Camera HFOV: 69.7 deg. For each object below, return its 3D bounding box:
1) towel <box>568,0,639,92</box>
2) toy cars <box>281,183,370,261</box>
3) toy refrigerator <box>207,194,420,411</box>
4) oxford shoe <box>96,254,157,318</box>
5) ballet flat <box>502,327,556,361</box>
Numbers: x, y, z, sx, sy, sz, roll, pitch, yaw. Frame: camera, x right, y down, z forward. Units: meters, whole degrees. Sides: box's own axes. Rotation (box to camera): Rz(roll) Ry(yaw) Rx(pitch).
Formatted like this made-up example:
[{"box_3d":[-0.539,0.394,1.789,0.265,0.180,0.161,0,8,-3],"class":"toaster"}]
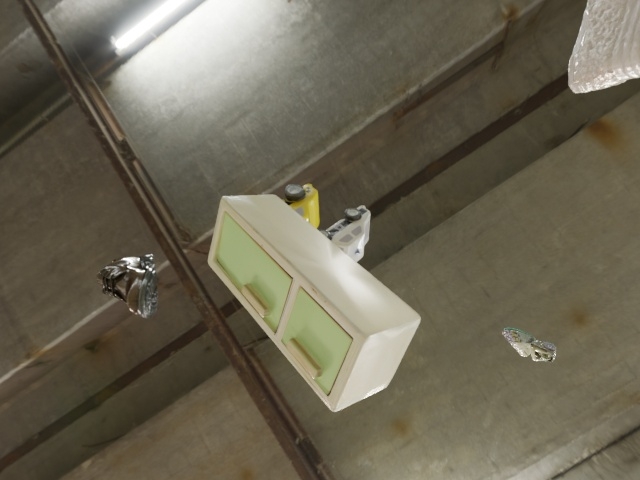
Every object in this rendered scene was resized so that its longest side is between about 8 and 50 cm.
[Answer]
[{"box_3d":[0.387,-0.310,0.493,0.049,0.187,0.282,17,-89,-18],"class":"towel"},{"box_3d":[0.000,0.000,0.854,0.087,0.394,0.176,31,-80,31],"class":"toy cars"},{"box_3d":[-0.027,0.053,0.530,0.269,0.094,0.102,41,-56,36],"class":"toy refrigerator"},{"box_3d":[-0.327,0.080,0.779,0.096,0.227,0.082,0,-81,-25],"class":"oxford shoe"},{"box_3d":[0.364,0.185,0.795,0.114,0.041,0.041,22,-91,-17],"class":"ballet flat"}]
